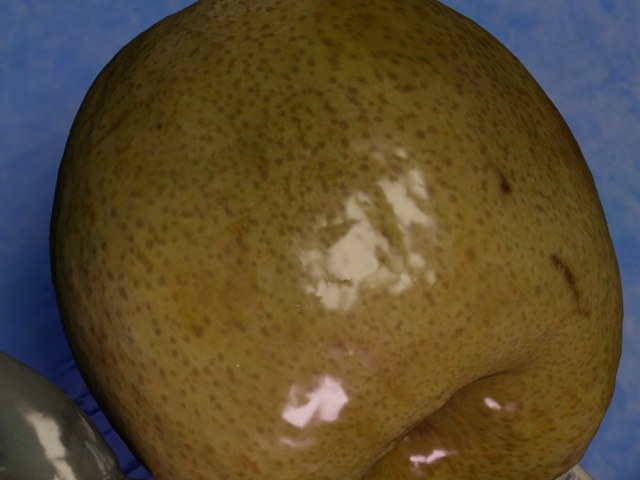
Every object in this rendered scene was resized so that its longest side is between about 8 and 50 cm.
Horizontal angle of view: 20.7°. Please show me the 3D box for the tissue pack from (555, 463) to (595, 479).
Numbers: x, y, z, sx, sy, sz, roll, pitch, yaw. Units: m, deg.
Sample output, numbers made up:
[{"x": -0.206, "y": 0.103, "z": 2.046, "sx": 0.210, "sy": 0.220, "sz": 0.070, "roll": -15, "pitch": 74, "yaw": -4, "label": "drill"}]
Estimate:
[{"x": 0.094, "y": 0.125, "z": 0.721, "sx": 0.083, "sy": 0.042, "sz": 0.062, "roll": 45, "pitch": 56, "yaw": 1, "label": "tissue pack"}]

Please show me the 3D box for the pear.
[{"x": 0.000, "y": 0.000, "z": 0.646, "sx": 0.228, "sy": 0.188, "sz": 0.211, "roll": 17, "pitch": 34, "yaw": -50, "label": "pear"}]

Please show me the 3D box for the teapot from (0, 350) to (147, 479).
[{"x": -0.155, "y": 0.135, "z": 0.560, "sx": 0.149, "sy": 0.162, "sz": 0.239, "roll": 24, "pitch": 89, "yaw": -2, "label": "teapot"}]
